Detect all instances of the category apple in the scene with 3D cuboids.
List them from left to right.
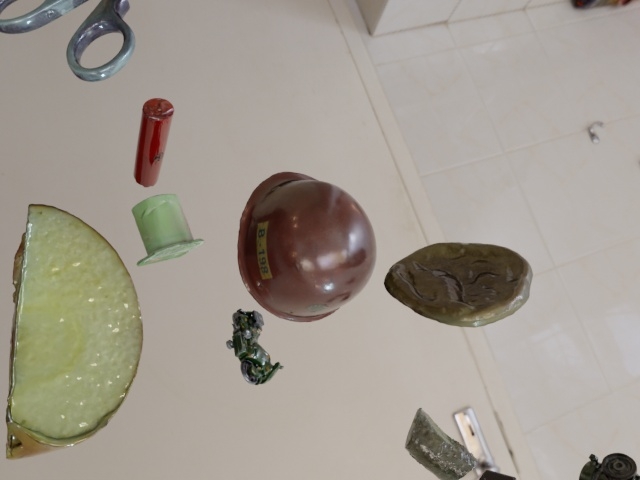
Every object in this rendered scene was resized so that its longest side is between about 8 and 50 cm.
[{"bbox_3d":[-0.391,0.133,0.727,0.254,0.345,0.179,-8,166,7],"label":"apple"}]

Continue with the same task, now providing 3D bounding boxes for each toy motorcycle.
[{"bbox_3d":[-0.215,0.354,1.597,0.125,0.274,0.187,-32,140,16],"label":"toy motorcycle"},{"bbox_3d":[0.653,0.617,1.090,0.275,0.127,0.205,-46,-158,-20],"label":"toy motorcycle"}]

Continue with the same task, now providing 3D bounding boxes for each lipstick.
[{"bbox_3d":[-0.413,-0.233,1.196,0.073,0.073,0.279,-14,160,-31],"label":"lipstick"}]

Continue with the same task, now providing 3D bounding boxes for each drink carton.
[{"bbox_3d":[-0.387,-0.032,1.209,0.144,0.142,0.146,-24,173,35],"label":"drink carton"}]

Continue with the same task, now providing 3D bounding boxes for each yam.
[{"bbox_3d":[0.396,0.716,1.678,0.154,0.254,0.154,-45,168,-13],"label":"yam"}]

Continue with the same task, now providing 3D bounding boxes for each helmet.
[{"bbox_3d":[0.000,0.000,1.143,0.338,0.384,0.230,0,173,-29],"label":"helmet"}]

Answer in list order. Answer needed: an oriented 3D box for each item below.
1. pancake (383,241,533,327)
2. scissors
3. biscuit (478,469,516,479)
[{"bbox_3d":[0.272,0.073,0.981,0.295,0.049,0.294,-11,-157,5],"label":"pancake"},{"bbox_3d":[-0.278,-0.396,0.712,0.383,0.256,0.029,-55,161,-19],"label":"scissors"},{"bbox_3d":[0.480,0.828,1.457,0.107,0.073,0.388,-1,-168,39],"label":"biscuit"}]
